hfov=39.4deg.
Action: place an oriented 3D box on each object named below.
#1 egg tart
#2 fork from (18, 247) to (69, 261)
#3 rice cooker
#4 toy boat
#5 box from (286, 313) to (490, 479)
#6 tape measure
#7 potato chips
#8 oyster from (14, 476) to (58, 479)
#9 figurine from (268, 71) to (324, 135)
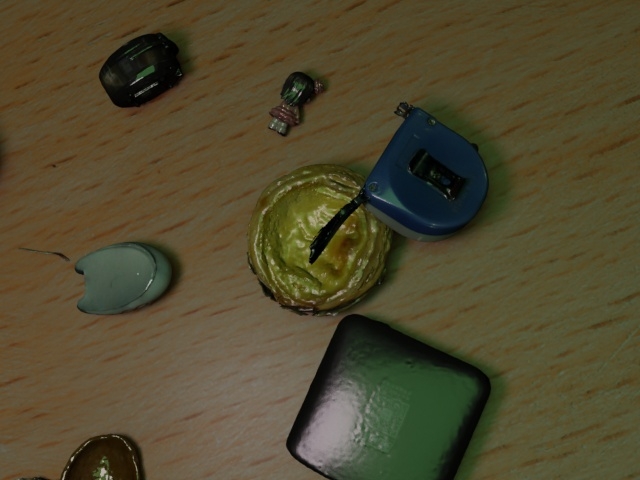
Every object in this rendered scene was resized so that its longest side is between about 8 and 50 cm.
[{"bbox_3d":[0.000,0.000,1.623,0.278,0.095,0.279,-1,85,12],"label":"egg tart"},{"bbox_3d":[-0.547,0.024,1.767,0.115,0.016,0.012,12,91,15],"label":"fork"},{"bbox_3d":[-0.347,-0.329,1.741,0.165,0.112,0.107,-26,81,9],"label":"rice cooker"},{"bbox_3d":[-0.373,0.074,1.702,0.207,0.079,0.134,-15,69,20],"label":"toy boat"},{"bbox_3d":[0.117,0.304,1.551,0.289,0.073,0.289,23,85,15],"label":"box"},{"bbox_3d":[0.147,-0.057,1.534,0.215,0.098,0.351,33,66,0],"label":"tape measure"},{"bbox_3d":[-0.400,0.460,1.637,0.150,0.049,0.202,-7,74,-5],"label":"potato chips"},{"bbox_3d":[-0.507,0.508,1.648,0.177,0.064,0.125,15,88,13],"label":"oyster"},{"bbox_3d":[-0.051,-0.259,1.698,0.072,0.054,0.129,29,89,11],"label":"figurine"}]
